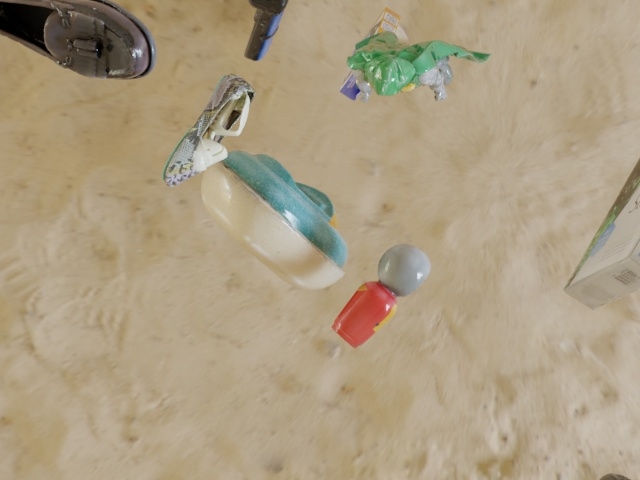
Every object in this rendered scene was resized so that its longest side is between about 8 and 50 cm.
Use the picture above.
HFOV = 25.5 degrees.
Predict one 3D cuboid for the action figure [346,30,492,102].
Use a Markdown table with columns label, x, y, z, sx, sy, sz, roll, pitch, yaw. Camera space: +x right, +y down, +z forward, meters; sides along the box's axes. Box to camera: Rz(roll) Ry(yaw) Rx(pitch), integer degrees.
| label | x | y | z | sx | sy | sz | roll | pitch | yaw |
| --- | --- | --- | --- | --- | --- | --- | --- | --- | --- |
| action figure | 0.076 | -0.157 | 1.291 | 0.137 | 0.232 | 0.063 | 2 | 100 | 13 |

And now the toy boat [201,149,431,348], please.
| label | x | y | z | sx | sy | sz | roll | pitch | yaw |
| --- | --- | --- | --- | --- | --- | --- | --- | --- | --- |
| toy boat | 0.000 | 0.000 | 1.849 | 0.148 | 0.267 | 0.318 | -49 | 57 | 0 |

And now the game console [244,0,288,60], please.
| label | x | y | z | sx | sy | sz | roll | pitch | yaw |
| --- | --- | --- | --- | --- | --- | --- | --- | --- | --- |
| game console | -0.084 | -0.381 | 1.514 | 0.173 | 0.250 | 0.293 | 19 | 73 | -6 |

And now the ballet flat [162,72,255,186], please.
| label | x | y | z | sx | sy | sz | roll | pitch | yaw |
| --- | --- | --- | --- | --- | --- | --- | --- | --- | --- |
| ballet flat | -0.090 | -0.090 | 1.191 | 0.041 | 0.041 | 0.114 | 29 | 74 | 5 |

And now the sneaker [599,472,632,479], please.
| label | x | y | z | sx | sy | sz | roll | pitch | yaw |
| --- | --- | --- | --- | --- | --- | --- | --- | --- | --- |
| sneaker | 0.302 | 0.370 | 1.357 | 0.136 | 0.116 | 0.313 | -39 | 43 | 27 |

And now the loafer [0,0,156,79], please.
| label | x | y | z | sx | sy | sz | roll | pitch | yaw |
| --- | --- | --- | --- | --- | --- | --- | --- | --- | --- |
| loafer | -0.346 | -0.271 | 1.849 | 0.303 | 0.095 | 0.109 | 26 | 126 | 32 |

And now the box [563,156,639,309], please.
| label | x | y | z | sx | sy | sz | roll | pitch | yaw |
| --- | --- | --- | --- | --- | --- | --- | --- | --- | --- |
| box | 0.435 | -0.073 | 1.770 | 0.058 | 0.232 | 0.322 | 35 | 75 | -2 |

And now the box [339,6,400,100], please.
| label | x | y | z | sx | sy | sz | roll | pitch | yaw |
| --- | --- | --- | --- | --- | --- | --- | --- | --- | --- |
| box | 0.063 | -0.238 | 1.825 | 0.028 | 0.136 | 0.081 | 33 | 124 | -8 |
